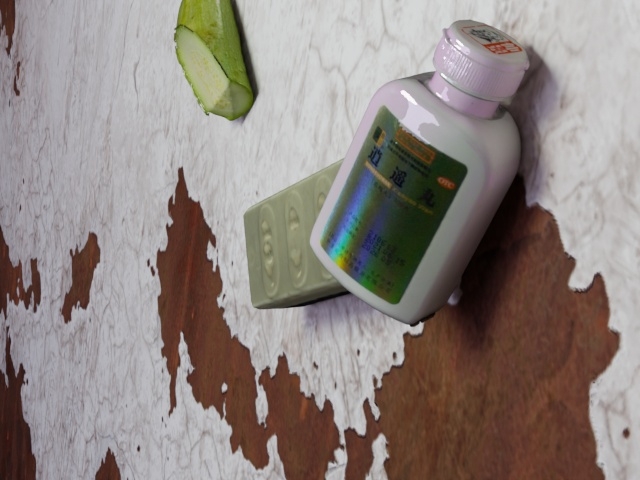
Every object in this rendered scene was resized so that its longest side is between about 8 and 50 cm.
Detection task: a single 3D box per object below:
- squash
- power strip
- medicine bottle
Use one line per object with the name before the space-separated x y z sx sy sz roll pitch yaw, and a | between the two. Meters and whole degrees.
squash | -0.130 -0.234 1.410 0.090 0.075 0.200 80 177 -60
power strip | 0.000 0.000 1.131 0.256 0.070 0.105 157 111 -65
medicine bottle | 0.078 -0.053 0.915 0.115 0.078 0.219 39 124 23
